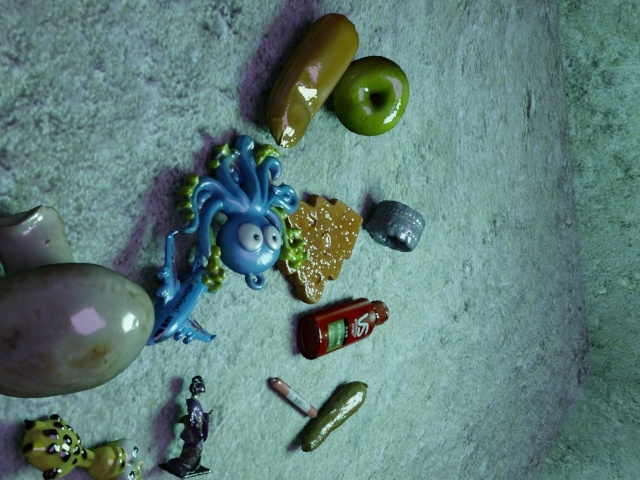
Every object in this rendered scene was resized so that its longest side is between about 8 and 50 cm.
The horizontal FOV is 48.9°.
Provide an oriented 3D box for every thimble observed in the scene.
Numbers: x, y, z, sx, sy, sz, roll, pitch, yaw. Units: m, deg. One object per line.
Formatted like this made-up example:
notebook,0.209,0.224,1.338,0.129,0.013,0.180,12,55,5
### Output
thimble,0.206,-0.037,1.915,0.150,0.150,0.097,41,70,-47

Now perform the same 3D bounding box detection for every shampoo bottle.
shampoo bottle,0.066,0.220,1.840,0.314,0.076,0.118,-11,102,-50

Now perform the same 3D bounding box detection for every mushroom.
mushroom,-0.410,0.092,1.094,0.298,0.298,0.289,5,69,-51

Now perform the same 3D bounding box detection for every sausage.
sausage,-0.063,0.392,1.748,0.223,0.029,0.029,51,58,-43
sausage,-0.032,-0.358,1.588,0.353,0.116,0.134,-59,151,-21

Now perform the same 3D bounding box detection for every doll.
doll,-0.141,-0.061,1.471,0.346,0.099,0.341,6,76,-50
doll,-0.417,0.391,1.265,0.291,0.086,0.117,43,34,-47

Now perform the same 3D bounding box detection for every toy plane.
toy plane,-0.277,0.117,1.363,0.271,0.105,0.254,-50,132,-52

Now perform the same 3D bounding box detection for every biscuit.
biscuit,0.000,0.000,1.743,0.306,0.043,0.283,-28,115,-43

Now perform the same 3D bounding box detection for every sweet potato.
sweet potato,0.031,0.463,1.849,0.273,0.075,0.075,-37,124,-38

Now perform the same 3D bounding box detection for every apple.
apple,0.120,-0.354,1.724,0.157,0.197,0.196,-96,-174,-79

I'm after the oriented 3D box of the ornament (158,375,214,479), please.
ornament,-0.258,0.383,1.462,0.081,0.088,0.203,20,79,-52
